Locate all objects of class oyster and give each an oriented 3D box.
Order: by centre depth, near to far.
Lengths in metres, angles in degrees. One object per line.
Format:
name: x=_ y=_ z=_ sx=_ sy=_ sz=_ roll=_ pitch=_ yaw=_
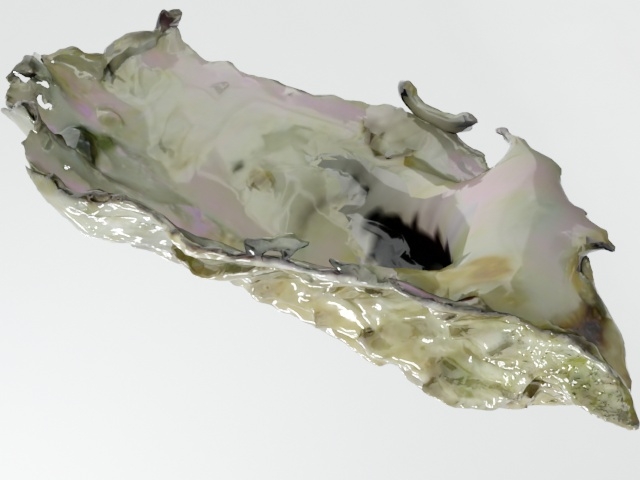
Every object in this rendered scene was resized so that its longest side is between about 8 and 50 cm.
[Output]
oyster: x=-0.003 y=-0.006 z=0.557 sx=0.133 sy=0.209 sz=0.072 roll=-78 pitch=0 yaw=-59
